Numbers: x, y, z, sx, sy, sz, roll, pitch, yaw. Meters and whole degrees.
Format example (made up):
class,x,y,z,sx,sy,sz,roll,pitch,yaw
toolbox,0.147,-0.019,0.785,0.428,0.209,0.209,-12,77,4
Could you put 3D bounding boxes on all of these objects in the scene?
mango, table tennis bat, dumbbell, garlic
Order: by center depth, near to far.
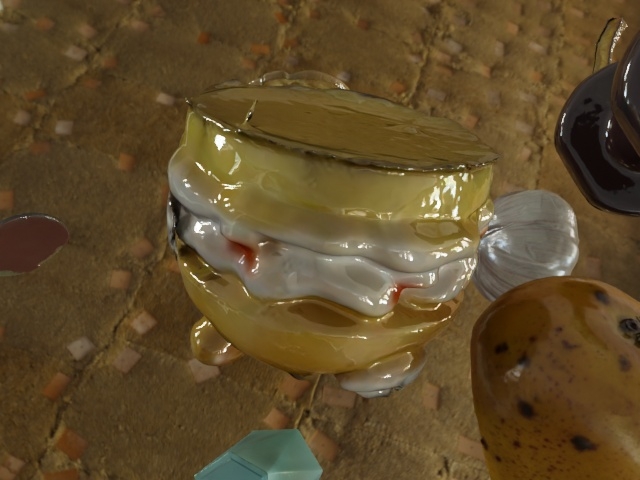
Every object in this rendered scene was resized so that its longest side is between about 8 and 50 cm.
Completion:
class,x,y,z,sx,sy,sz,roll,pitch,yaw
dumbbell,0.258,-0.086,0.438,0.124,0.225,0.140,-30,-93,9
mango,0.234,0.171,0.533,0.191,0.290,0.160,1,-161,29
table tennis bat,-0.507,0.032,0.962,0.234,0.131,0.022,-35,-116,9
garlic,0.485,0.026,1.487,0.259,0.317,0.317,16,-124,-2

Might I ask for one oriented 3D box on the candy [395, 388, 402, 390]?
class,x,y,z,sx,sy,sz,roll,pitch,yaw
candy,0.053,0.256,1.334,0.292,0.086,0.059,16,-141,21

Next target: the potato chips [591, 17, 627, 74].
class,x,y,z,sx,sy,sz,roll,pitch,yaw
potato chips,0.386,-0.244,0.820,0.026,0.037,0.204,-1,-132,38

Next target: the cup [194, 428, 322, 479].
class,x,y,z,sx,sy,sz,roll,pitch,yaw
cup,-0.094,0.347,0.860,0.134,0.235,0.148,22,-96,16

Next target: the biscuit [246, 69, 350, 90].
class,x,y,z,sx,sy,sz,roll,pitch,yaw
biscuit,-0.035,-0.244,1.105,0.203,0.260,0.041,-10,-105,18

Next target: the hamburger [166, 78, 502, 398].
class,x,y,z,sx,sy,sz,roll,pitch,yaw
hamburger,0.000,0.000,0.509,0.276,0.237,0.276,10,-158,-4
